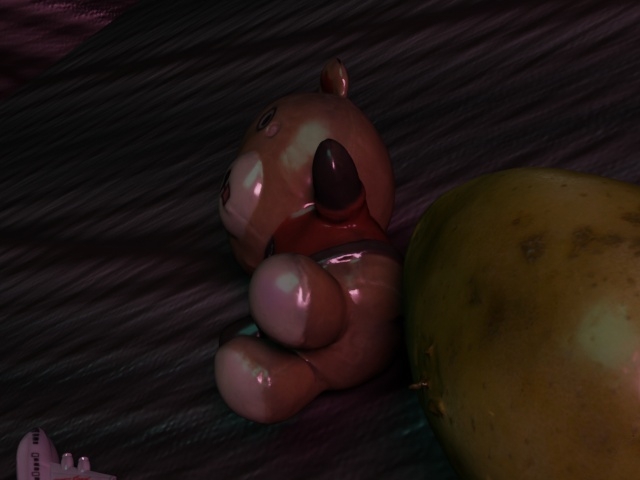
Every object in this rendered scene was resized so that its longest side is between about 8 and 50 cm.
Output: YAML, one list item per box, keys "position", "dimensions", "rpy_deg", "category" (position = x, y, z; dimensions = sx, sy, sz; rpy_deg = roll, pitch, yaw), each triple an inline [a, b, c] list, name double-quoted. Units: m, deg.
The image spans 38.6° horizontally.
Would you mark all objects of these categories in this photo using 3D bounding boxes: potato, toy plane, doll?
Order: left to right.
- position: [-0.244, 0.232, 0.801]
  dimensions: [0.162, 0.065, 0.171]
  rpy_deg: [-31, 30, 6]
  category: "toy plane"
- position: [0.000, 0.000, 0.794]
  dimensions: [0.174, 0.235, 0.330]
  rpy_deg: [7, 41, -15]
  category: "doll"
- position: [0.155, 0.066, 0.532]
  dimensions: [0.216, 0.216, 0.304]
  rpy_deg: [-29, 22, 8]
  category: "potato"
